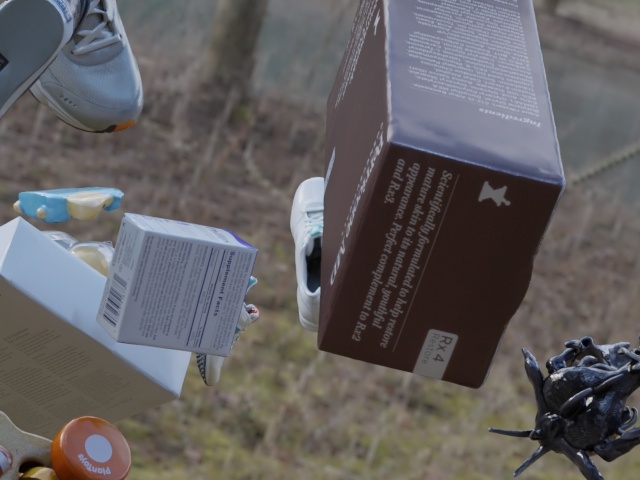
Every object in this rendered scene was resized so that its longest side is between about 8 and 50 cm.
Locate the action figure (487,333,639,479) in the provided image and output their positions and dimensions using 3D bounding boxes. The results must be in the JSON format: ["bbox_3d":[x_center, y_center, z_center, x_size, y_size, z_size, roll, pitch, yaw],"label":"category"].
[{"bbox_3d":[0.294,0.134,1.577,0.141,0.275,0.164,43,18,-55],"label":"action figure"}]

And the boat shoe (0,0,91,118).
[{"bbox_3d":[-0.235,-0.119,1.242,0.065,0.183,0.083,49,22,-10],"label":"boat shoe"}]

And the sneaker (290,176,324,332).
[{"bbox_3d":[0.000,0.000,2.116,0.080,0.212,0.094,-7,-33,6],"label":"sneaker"}]

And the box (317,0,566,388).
[{"bbox_3d":[0.086,-0.079,1.383,0.143,0.191,0.381,13,32,-9],"label":"box"}]

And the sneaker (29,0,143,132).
[{"bbox_3d":[-0.218,-0.219,1.487,0.099,0.262,0.121,-22,-7,-29],"label":"sneaker"}]

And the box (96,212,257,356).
[{"bbox_3d":[-0.154,0.048,1.871,0.137,0.126,0.072,11,11,-29],"label":"box"}]

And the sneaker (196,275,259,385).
[{"bbox_3d":[-0.116,0.114,2.235,0.075,0.161,0.057,0,22,-15],"label":"sneaker"}]

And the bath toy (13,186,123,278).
[{"bbox_3d":[-0.337,0.100,2.365,0.129,0.348,0.151,-8,21,-38],"label":"bath toy"}]

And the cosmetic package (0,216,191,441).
[{"bbox_3d":[-0.386,0.137,2.160,0.377,0.097,0.284,-23,-48,40],"label":"cosmetic package"}]

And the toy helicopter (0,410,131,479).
[{"bbox_3d":[-0.368,0.258,1.726,0.355,0.140,0.235,26,45,-21],"label":"toy helicopter"}]
